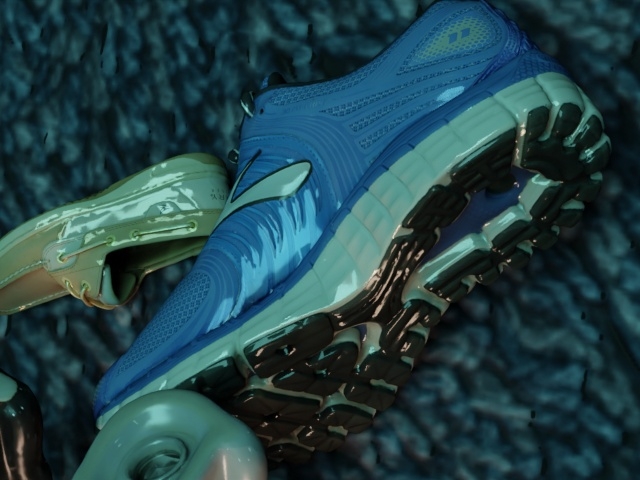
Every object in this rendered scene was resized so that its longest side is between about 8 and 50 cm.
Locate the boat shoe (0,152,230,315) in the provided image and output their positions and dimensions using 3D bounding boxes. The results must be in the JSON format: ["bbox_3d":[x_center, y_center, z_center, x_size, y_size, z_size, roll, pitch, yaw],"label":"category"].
[{"bbox_3d":[-0.124,0.009,1.070,0.170,0.063,0.059,-27,68,19],"label":"boat shoe"}]

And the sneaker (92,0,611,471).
[{"bbox_3d":[0.000,0.000,0.997,0.330,0.129,0.147,-41,48,20],"label":"sneaker"}]

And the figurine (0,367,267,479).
[{"bbox_3d":[-0.108,0.163,0.984,0.214,0.209,0.092,7,51,25],"label":"figurine"}]
